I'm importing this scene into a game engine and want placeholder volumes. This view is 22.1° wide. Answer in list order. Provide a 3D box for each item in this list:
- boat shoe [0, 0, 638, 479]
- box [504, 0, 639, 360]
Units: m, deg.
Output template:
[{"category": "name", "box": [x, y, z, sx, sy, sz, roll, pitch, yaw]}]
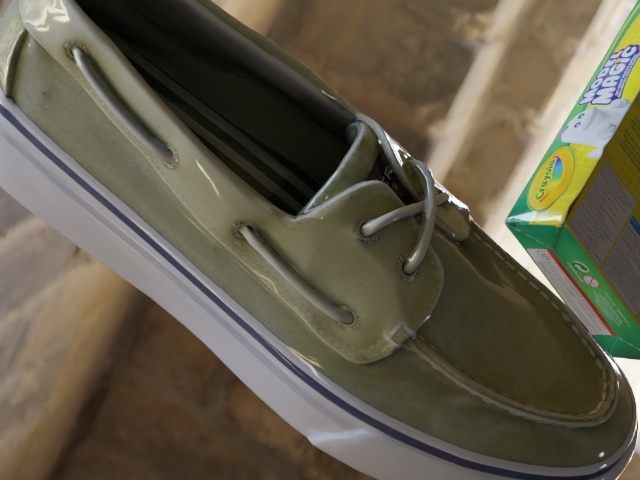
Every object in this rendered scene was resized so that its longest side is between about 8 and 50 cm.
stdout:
[{"category": "boat shoe", "box": [0.000, 0.000, 0.620, 0.302, 0.094, 0.109, 32, 50, -5]}, {"category": "box", "box": [0.168, -0.042, 0.800, 0.043, 0.179, 0.105, 3, -39, 50]}]
